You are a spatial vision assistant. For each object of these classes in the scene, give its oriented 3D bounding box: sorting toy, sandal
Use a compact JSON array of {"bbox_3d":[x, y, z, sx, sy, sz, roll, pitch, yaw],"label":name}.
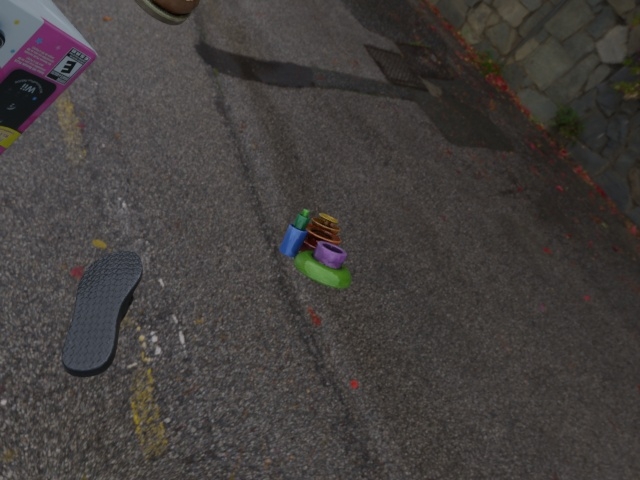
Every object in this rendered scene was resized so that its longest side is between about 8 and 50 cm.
[{"bbox_3d":[0.000,0.000,0.363,0.061,0.042,0.102,20,15,-16],"label":"sorting toy"},{"bbox_3d":[-0.664,0.213,1.280,0.168,0.107,0.445,8,44,-11],"label":"sandal"}]

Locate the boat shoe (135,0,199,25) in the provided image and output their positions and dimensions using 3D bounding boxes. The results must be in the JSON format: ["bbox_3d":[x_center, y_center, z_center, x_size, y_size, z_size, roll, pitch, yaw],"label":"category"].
[{"bbox_3d":[-0.158,-0.384,0.419,0.111,0.105,0.307,-6,86,-56],"label":"boat shoe"}]

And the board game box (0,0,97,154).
[{"bbox_3d":[-0.371,-0.114,0.328,0.097,0.303,0.224,50,6,2],"label":"board game box"}]
